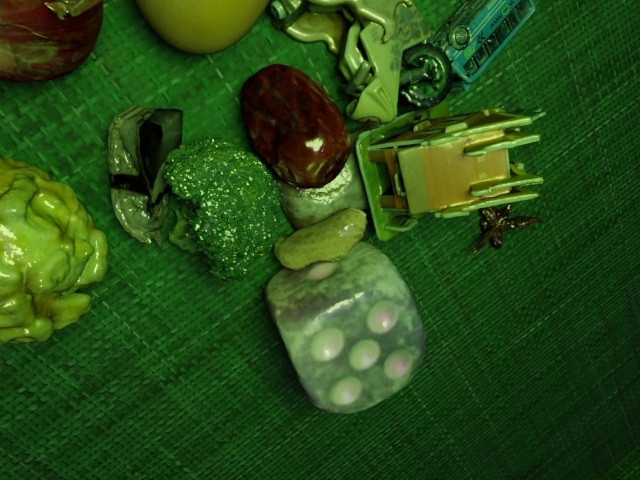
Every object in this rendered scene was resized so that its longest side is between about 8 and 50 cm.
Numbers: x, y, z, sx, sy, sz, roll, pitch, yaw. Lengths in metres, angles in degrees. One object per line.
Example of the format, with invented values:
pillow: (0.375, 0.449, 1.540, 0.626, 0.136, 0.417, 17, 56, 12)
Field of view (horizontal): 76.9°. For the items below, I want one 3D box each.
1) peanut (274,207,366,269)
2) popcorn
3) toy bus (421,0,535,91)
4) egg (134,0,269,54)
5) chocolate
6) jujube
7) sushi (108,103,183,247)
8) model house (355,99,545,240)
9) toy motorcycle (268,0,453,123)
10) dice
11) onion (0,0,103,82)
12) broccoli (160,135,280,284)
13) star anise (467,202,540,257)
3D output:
peanut: (0.000, 0.000, 0.840, 0.213, 0.100, 0.100, -17, 112, 13)
popcorn: (-0.510, 0.002, 0.645, 0.274, 0.279, 0.336, -3, 114, 25)
toy bus: (0.338, -0.453, 0.878, 0.134, 0.113, 0.246, 41, 89, -30)
egg: (-0.183, -0.463, 0.630, 0.249, 0.250, 0.323, 11, 112, -21)
chocolate: (0.056, -0.138, 0.893, 0.303, 0.100, 0.185, -26, 109, -13)
jujube: (-0.048, -0.218, 0.763, 0.183, 0.183, 0.243, -42, 74, -2)
sushi: (-0.343, -0.115, 0.766, 0.109, 0.134, 0.273, 16, 122, -1)
model house: (0.308, -0.153, 0.811, 0.357, 0.312, 0.243, -30, 117, -34)
toy motorcycle: (0.072, -0.395, 0.773, 0.237, 0.168, 0.410, -43, 99, -12)
dice: (0.047, 0.178, 0.883, 0.269, 0.270, 0.272, -24, 112, -9)
onion: (-0.458, -0.365, 0.522, 0.353, 0.353, 0.354, -5, 107, -17)
broccoli: (-0.191, -0.063, 0.775, 0.269, 0.262, 0.241, 36, 132, -28)
star anise: (0.452, -0.025, 1.038, 0.158, 0.144, 0.141, 32, 129, 5)
